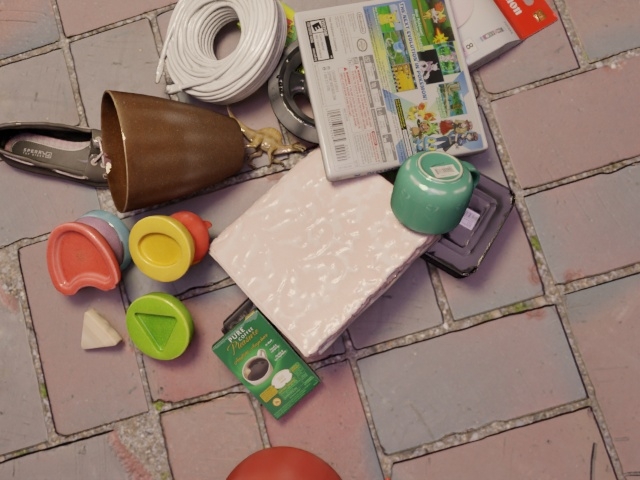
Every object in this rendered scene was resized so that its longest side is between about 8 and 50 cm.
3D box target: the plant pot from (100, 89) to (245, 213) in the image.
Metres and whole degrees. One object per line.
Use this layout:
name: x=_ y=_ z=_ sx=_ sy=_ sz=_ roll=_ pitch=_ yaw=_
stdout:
plant pot: x=-0.266 y=-0.169 z=1.067 sx=0.230 sy=0.215 sz=0.215 roll=-9 pitch=80 yaw=-28

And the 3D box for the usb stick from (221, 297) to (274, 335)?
usb stick: x=-0.070 y=0.094 z=1.101 sx=0.278 sy=0.045 sz=0.077 roll=-44 pitch=88 yaw=-2

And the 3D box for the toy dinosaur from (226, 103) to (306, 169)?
toy dinosaur: x=-0.122 y=-0.194 z=1.149 sx=0.183 sy=0.053 sz=0.093 roll=25 pitch=69 yaw=3

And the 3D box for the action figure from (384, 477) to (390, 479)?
action figure: x=0.119 y=0.490 z=1.040 sx=0.038 sy=0.030 sz=0.115 roll=5 pitch=78 yaw=0

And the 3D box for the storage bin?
storage bin: x=0.264 y=-0.031 z=1.070 sx=0.122 sy=0.084 sz=0.180 roll=30 pitch=87 yaw=8

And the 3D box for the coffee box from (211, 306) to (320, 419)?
coffee box: x=-0.099 y=0.226 z=1.063 sx=0.113 sy=0.040 sz=0.184 roll=-42 pitch=99 yaw=-2

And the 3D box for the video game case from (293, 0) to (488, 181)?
video game case: x=0.126 y=-0.293 z=1.068 sx=0.299 sy=0.036 sz=0.329 roll=-11 pitch=80 yaw=-4

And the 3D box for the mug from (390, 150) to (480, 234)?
mug: x=0.195 y=-0.098 z=0.972 sx=0.129 sy=0.097 sz=0.158 roll=23 pitch=50 yaw=12

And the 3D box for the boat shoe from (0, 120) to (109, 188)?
boat shoe: x=-0.495 y=-0.173 z=1.145 sx=0.335 sy=0.095 sz=0.112 roll=7 pitch=83 yaw=6

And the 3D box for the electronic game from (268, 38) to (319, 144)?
electronic game: x=0.013 y=-0.294 z=1.108 sx=0.229 sy=0.048 sz=0.229 roll=0 pitch=82 yaw=-2

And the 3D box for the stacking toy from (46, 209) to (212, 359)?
stacking toy: x=-0.346 y=0.070 z=1.106 sx=0.308 sy=0.130 sz=0.280 roll=1 pitch=109 yaw=17

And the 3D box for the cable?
cable: x=-0.185 y=-0.390 z=1.113 sx=0.257 sy=0.089 sz=0.257 roll=11 pitch=88 yaw=27

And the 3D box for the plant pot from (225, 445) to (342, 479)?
plant pot: x=-0.077 y=0.505 z=0.946 sx=0.274 sy=0.243 sz=0.275 roll=-1 pitch=82 yaw=5

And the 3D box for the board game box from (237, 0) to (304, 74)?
board game box: x=-0.068 y=-0.414 z=1.168 sx=0.181 sy=0.043 sz=0.092 roll=38 pitch=87 yaw=9

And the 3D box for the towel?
towel: x=0.000 y=0.000 z=1.051 sx=0.332 sy=0.053 sz=0.317 roll=-43 pitch=61 yaw=-7

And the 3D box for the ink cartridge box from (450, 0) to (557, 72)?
ink cartridge box: x=0.325 y=-0.462 z=1.138 sx=0.232 sy=0.066 sz=0.189 roll=-31 pitch=81 yaw=4
